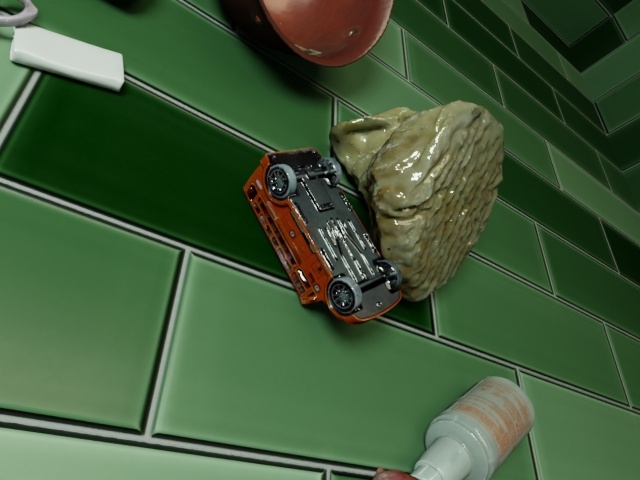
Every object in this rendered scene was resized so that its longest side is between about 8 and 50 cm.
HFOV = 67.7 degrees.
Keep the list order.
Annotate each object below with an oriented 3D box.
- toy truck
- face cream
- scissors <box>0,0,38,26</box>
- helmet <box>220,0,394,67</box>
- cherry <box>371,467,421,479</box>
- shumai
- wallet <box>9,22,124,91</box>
[{"bbox_3d":[0.000,0.000,0.653,0.108,0.114,0.252,-18,76,-46],"label":"toy truck"},{"bbox_3d":[0.202,0.280,0.662,0.252,0.101,0.101,-14,75,-45],"label":"face cream"},{"bbox_3d":[-0.401,-0.229,0.505,0.111,0.021,0.212,23,52,-7],"label":"scissors"},{"bbox_3d":[-0.051,-0.484,0.798,0.338,0.230,0.384,5,96,-48],"label":"helmet"},{"bbox_3d":[0.099,0.367,0.458,0.240,0.205,0.239,14,25,-7],"label":"cherry"},{"bbox_3d":[0.118,-0.081,0.779,0.267,0.313,0.263,-7,25,-41],"label":"shumai"},{"bbox_3d":[-0.309,-0.227,0.590,0.122,0.025,0.061,8,62,-38],"label":"wallet"}]
